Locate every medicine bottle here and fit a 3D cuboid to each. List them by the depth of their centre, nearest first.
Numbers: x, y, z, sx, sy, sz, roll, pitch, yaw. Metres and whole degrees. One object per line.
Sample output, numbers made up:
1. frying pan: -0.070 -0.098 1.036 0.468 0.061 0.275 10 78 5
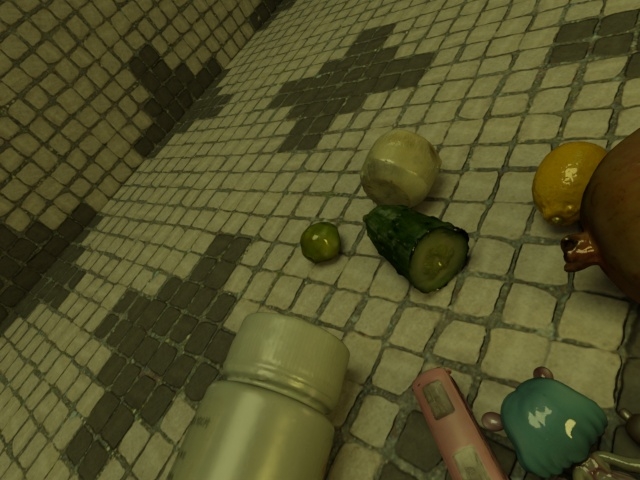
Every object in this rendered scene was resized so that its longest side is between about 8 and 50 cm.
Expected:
1. medicine bottle: -0.094 0.312 0.615 0.211 0.211 0.371 -5 50 34

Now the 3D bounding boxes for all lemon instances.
1. lemon: 0.410 -0.093 0.688 0.114 0.114 0.155 20 74 46

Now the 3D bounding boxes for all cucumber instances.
1. cucumber: 0.154 -0.009 0.804 0.134 0.134 0.244 -44 36 -6

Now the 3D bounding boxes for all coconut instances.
1. coconut: 0.170 -0.155 0.893 0.161 0.161 0.162 8 56 41

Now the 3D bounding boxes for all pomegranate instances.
1. pomegranate: 0.438 -0.024 0.512 0.270 0.229 0.252 -21 42 29

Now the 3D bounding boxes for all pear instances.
1. pear: 0.000 0.000 0.932 0.092 0.092 0.097 5 57 40

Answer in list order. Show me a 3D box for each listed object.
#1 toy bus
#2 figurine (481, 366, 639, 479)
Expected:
1. toy bus: 0.186 0.263 0.541 0.063 0.090 0.203 -32 39 9
2. figurine: 0.322 0.245 0.446 0.205 0.103 0.260 -41 50 0
